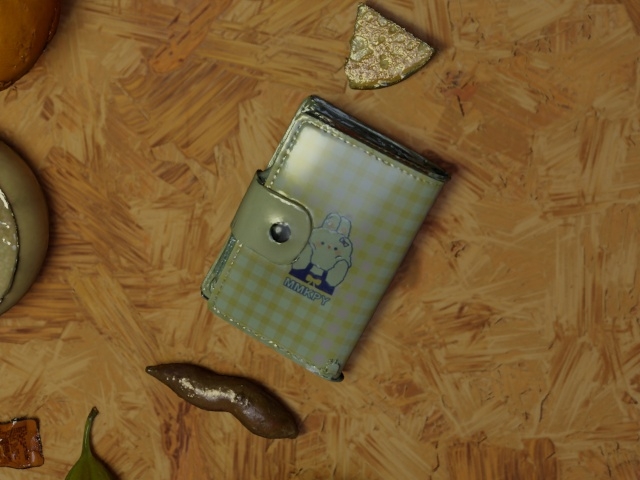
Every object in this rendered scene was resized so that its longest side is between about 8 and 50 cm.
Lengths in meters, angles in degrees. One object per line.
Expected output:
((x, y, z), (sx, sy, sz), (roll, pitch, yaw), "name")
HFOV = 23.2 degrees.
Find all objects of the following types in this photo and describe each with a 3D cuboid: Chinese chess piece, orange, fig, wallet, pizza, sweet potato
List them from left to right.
((-0.484, -0.017, 2.003), (0.270, 0.112, 0.270), (3, 105, 10), "Chinese chess piece")
((-0.434, -0.288, 1.866), (0.240, 0.240, 0.240), (3, 106, 9), "orange")
((-0.299, 0.319, 2.096), (0.093, 0.093, 0.166), (14, 69, 6), "fig")
((-0.125, 0.202, 2.033), (0.218, 0.051, 0.065), (25, 110, 2), "sweet potato")
((0.000, 0.000, 1.950), (0.223, 0.077, 0.309), (28, 109, -2), "wallet")
((0.076, -0.242, 1.889), (0.123, 0.026, 0.109), (-20, 98, 17), "pizza")

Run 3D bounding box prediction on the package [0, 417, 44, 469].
((-0.434, 0.275, 2.116), (0.110, 0.033, 0.077), (1, 96, 5), "package")
